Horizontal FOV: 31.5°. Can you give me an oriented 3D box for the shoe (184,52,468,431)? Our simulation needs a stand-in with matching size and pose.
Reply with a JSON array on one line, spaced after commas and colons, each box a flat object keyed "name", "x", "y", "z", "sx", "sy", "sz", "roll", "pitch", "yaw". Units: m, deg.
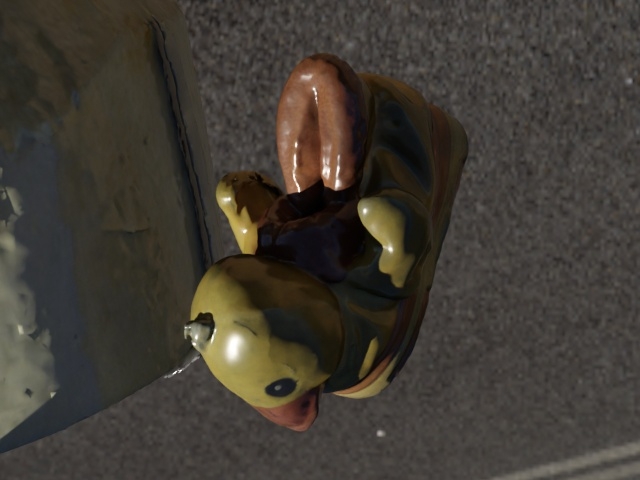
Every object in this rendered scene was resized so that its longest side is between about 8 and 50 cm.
[{"name": "shoe", "x": -0.001, "y": -0.003, "z": 0.352, "sx": 0.069, "sy": 0.109, "sz": 0.072, "roll": 31, "pitch": -173, "yaw": -44}]

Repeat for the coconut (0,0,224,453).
[{"name": "coconut", "x": -0.201, "y": -0.020, "z": 0.603, "sx": 0.323, "sy": 0.323, "sz": 0.323, "roll": 5, "pitch": 151, "yaw": 3}]
